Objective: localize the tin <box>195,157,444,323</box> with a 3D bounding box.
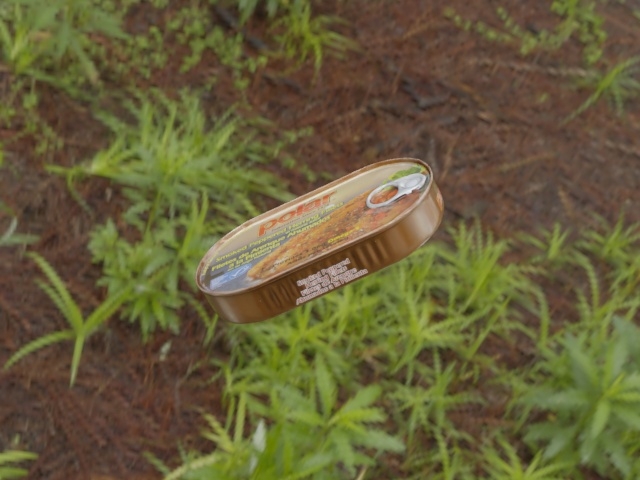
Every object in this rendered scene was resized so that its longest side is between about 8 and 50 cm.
[{"bbox_3d":[0.000,0.000,0.972,0.189,0.040,0.106,-24,30,9],"label":"tin"}]
